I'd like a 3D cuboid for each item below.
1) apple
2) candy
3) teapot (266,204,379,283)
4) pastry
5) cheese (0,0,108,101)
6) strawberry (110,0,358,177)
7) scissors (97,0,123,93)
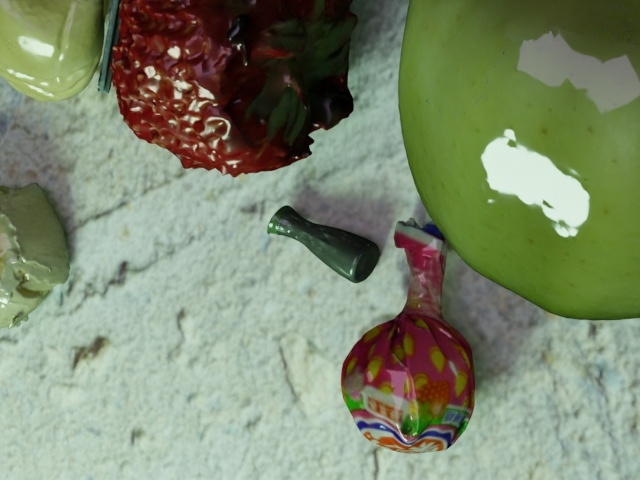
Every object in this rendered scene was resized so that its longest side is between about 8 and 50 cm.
[{"bbox_3d":[0.227,-0.112,1.216,0.357,0.357,0.357,-1,89,27],"label":"apple"},{"bbox_3d":[0.097,0.009,1.432,0.124,0.124,0.365,3,82,27],"label":"candy"},{"bbox_3d":[0.000,0.000,1.504,0.111,0.043,0.042,27,101,28],"label":"teapot"},{"bbox_3d":[-0.344,0.017,1.657,0.166,0.088,0.165,0,90,26],"label":"pastry"},{"bbox_3d":[-0.254,-0.252,1.550,0.117,0.214,0.226,12,79,-3],"label":"cheese"},{"bbox_3d":[-0.093,-0.187,1.443,0.258,0.261,0.261,15,96,23],"label":"strawberry"},{"bbox_3d":[-0.164,-0.357,1.498,0.029,0.192,0.447,10,86,-4],"label":"scissors"}]
